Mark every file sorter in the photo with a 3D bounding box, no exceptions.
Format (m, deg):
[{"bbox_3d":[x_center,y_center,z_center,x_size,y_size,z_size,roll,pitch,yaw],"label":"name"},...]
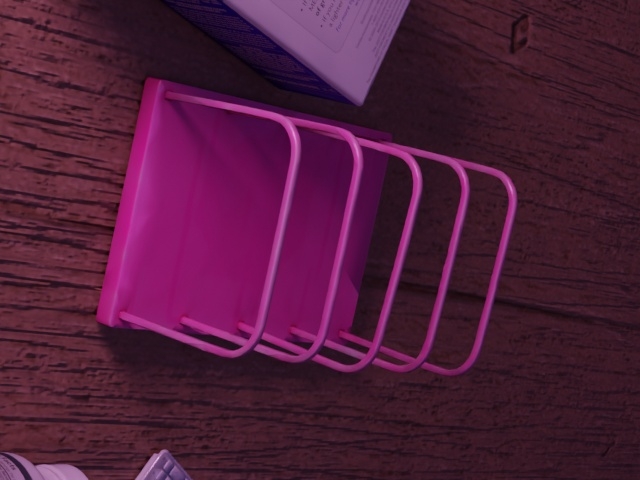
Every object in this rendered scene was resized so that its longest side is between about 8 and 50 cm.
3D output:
[{"bbox_3d":[0.000,0.000,1.291,0.290,0.182,0.202,9,95,-48],"label":"file sorter"}]

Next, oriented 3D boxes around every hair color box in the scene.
[{"bbox_3d":[-0.060,-0.262,1.208,0.339,0.110,0.185,34,78,-48],"label":"hair color box"}]

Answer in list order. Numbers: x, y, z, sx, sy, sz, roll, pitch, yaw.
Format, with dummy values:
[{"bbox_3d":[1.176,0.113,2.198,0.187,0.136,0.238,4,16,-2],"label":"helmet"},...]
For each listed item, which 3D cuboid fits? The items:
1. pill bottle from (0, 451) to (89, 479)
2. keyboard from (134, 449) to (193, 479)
[{"bbox_3d":[-0.256,0.209,1.137,0.180,0.108,0.108,5,98,-47],"label":"pill bottle"},{"bbox_3d":[-0.189,0.294,1.302,0.256,0.014,0.072,-54,134,-21],"label":"keyboard"}]
